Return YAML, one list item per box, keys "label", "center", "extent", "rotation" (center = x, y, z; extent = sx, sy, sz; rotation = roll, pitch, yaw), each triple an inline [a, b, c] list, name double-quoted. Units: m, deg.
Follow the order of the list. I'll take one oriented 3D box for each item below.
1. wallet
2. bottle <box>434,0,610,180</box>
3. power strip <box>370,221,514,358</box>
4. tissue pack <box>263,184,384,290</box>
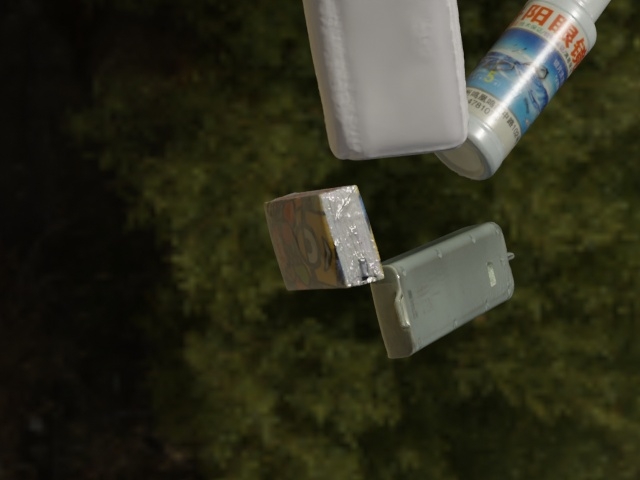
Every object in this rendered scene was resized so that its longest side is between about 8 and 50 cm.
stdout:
- label: "wallet"
  center: [0.039, -0.131, 1.089]
  extent: [0.033, 0.095, 0.190]
  rotation: [-91, 174, -53]
- label: "bottle"
  center: [0.156, -0.136, 1.256]
  extent: [0.217, 0.060, 0.060]
  rotation: [-51, 172, -24]
- label: "power strip"
  center: [0.088, 0.029, 1.210]
  extent: [0.253, 0.027, 0.060]
  rotation: [-19, 96, -66]
- label: "tissue pack"
  center: [0.000, 0.000, 1.108]
  extent: [0.083, 0.035, 0.063]
  rotation: [-8, -79, 62]
